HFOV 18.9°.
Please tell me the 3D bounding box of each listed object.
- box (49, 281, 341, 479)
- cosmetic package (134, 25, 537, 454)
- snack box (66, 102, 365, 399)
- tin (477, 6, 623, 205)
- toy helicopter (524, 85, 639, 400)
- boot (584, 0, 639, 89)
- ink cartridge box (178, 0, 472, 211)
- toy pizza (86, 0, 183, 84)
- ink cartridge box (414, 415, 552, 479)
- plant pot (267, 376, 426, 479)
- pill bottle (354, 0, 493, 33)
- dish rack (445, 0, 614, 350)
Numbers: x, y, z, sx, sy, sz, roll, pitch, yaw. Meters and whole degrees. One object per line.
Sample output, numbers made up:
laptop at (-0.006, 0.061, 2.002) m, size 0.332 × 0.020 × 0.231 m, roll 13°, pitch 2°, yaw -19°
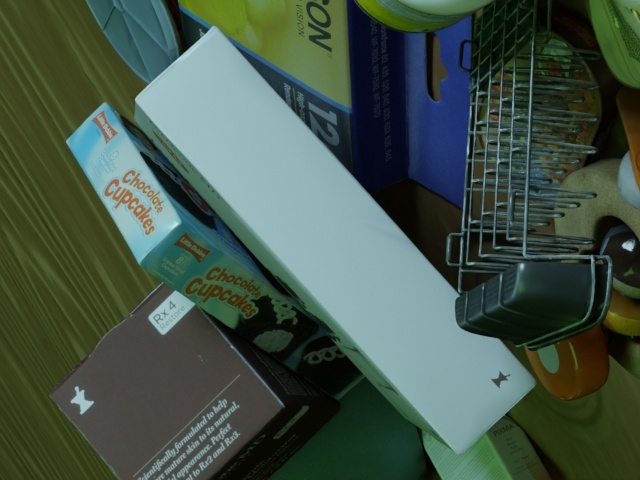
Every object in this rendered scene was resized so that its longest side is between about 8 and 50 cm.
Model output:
box at (-0.114, 0.152, 1.826) m, size 0.167 × 0.168 × 0.203 m, roll 49°, pitch -171°, yaw 14°
cosmetic package at (0.000, 0.000, 1.614) m, size 0.377 × 0.097 × 0.284 m, roll 48°, pitch 174°, yaw -4°
snack box at (-0.089, 0.014, 1.801) m, size 0.322 × 0.060 × 0.187 m, roll 38°, pitch -168°, yaw -47°
tin at (0.178, -0.104, 1.510) m, size 0.106 × 0.040 × 0.190 m, roll 38°, pitch 148°, yaw 17°
toy helicopter at (0.277, 0.029, 1.364) m, size 0.355 × 0.140 × 0.235 m, roll 33°, pitch 136°, yaw 58°
boot at (0.245, -0.203, 1.234) m, size 0.203 × 0.095 × 0.262 m, roll 14°, pitch 136°, yaw 50°
ink cartridge box at (-0.006, -0.185, 1.657) m, size 0.307 × 0.072 × 0.304 m, roll 35°, pitch 148°, yaw 31°
toy pizza at (-0.182, -0.237, 1.837) m, size 0.201 × 0.032 × 0.201 m, roll 49°, pitch 160°, yaw 26°
ink cartridge box at (0.152, 0.199, 1.909) m, size 0.179 × 0.045 × 0.145 m, roll 64°, pitch 156°, yaw 18°
plant pot at (-0.058, 0.212, 2.027) m, size 0.290 × 0.195 × 0.290 m, roll 40°, pitch 152°, yaw 27°
pill bottle at (0.079, -0.209, 1.329) m, size 0.117 × 0.117 × 0.215 m, roll 54°, pitch 176°, yaw -4°
dish rack at (0.148, -0.065, 1.377) m, size 0.208 × 0.074 × 0.272 m, roll 139°, pitch 135°, yaw -76°
